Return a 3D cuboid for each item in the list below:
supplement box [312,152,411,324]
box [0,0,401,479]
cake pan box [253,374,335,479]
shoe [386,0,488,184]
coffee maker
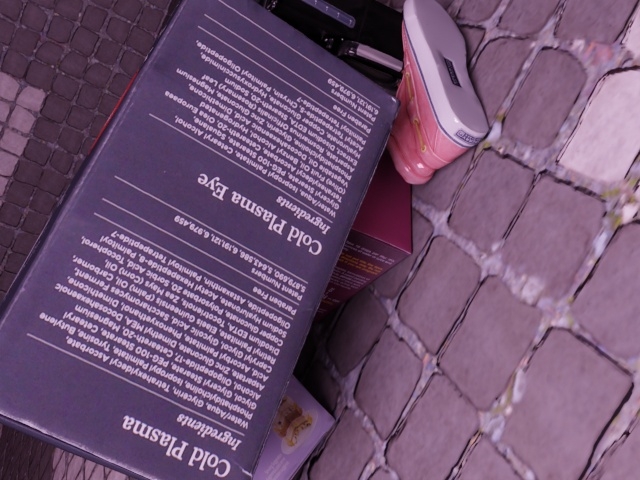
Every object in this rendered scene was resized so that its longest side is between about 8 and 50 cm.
[{"bbox_3d":[0.000,0.000,0.710,0.188,0.080,0.104,-41,35,46],"label":"supplement box"},{"bbox_3d":[-0.137,0.021,0.607,0.343,0.178,0.313,-24,40,61],"label":"box"},{"bbox_3d":[-0.136,0.254,0.646,0.267,0.070,0.245,-44,1,-42],"label":"cake pan box"},{"bbox_3d":[0.087,-0.136,0.655,0.081,0.063,0.178,-42,45,40],"label":"shoe"},{"bbox_3d":[0.011,-0.209,0.746,0.120,0.178,0.171,-37,38,47],"label":"coffee maker"}]
